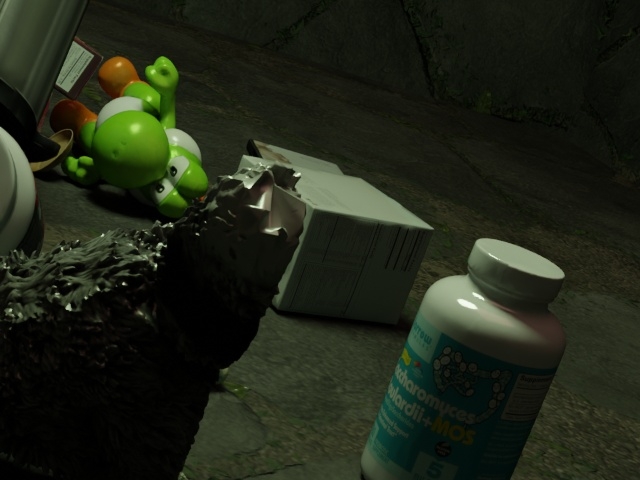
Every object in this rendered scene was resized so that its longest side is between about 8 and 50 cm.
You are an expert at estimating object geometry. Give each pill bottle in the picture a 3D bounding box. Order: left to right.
[{"bbox_3d":[-0.348,-0.033,1.353,0.161,0.161,0.283,19,-11,-5],"label":"pill bottle"},{"bbox_3d":[0.147,0.135,1.392,0.146,0.264,0.146,19,14,-5],"label":"pill bottle"}]

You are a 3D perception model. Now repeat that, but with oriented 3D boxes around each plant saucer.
[{"bbox_3d":[-0.380,-0.124,2.030,0.015,0.083,0.083,50,-1,-29],"label":"plant saucer"}]

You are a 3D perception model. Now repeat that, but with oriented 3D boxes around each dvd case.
[{"bbox_3d":[-0.031,-0.119,2.564,0.180,0.022,0.253,16,15,-16],"label":"dvd case"}]

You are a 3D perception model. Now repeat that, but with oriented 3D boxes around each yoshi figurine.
[{"bbox_3d":[-0.285,-0.160,2.083,0.203,0.203,0.362,-7,28,-27],"label":"yoshi figurine"}]

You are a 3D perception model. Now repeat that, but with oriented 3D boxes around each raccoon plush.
[{"bbox_3d":[-0.219,0.028,1.089,0.299,0.446,0.216,17,43,-13],"label":"raccoon plush"}]

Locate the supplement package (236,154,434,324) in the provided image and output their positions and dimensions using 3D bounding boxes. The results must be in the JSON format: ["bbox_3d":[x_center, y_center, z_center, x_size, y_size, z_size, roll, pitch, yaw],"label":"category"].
[{"bbox_3d":[0.000,0.000,1.916,0.203,0.149,0.194,9,18,-36],"label":"supplement package"}]

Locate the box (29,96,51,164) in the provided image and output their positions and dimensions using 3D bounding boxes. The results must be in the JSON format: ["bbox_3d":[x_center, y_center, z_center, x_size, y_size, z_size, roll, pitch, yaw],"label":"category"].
[{"bbox_3d":[-0.509,-0.212,2.062,0.128,0.122,0.257,9,18,-39],"label":"box"}]

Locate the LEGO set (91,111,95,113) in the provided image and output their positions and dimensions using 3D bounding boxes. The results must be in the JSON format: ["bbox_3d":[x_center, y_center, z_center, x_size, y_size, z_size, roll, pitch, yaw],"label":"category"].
[{"bbox_3d":[-0.392,-0.205,2.411,0.083,0.023,0.054,29,13,-19],"label":"LEGO set"}]

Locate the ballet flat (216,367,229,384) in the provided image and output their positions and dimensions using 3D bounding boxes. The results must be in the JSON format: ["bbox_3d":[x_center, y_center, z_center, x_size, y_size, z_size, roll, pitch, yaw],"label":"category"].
[{"bbox_3d":[-0.138,0.110,1.560,0.052,0.057,0.168,44,6,-28],"label":"ballet flat"}]

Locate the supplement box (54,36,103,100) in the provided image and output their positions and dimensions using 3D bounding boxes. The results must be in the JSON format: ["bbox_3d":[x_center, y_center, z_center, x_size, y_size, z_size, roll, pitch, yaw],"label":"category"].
[{"bbox_3d":[-0.419,-0.292,2.097,0.188,0.080,0.104,35,1,-14],"label":"supplement box"}]

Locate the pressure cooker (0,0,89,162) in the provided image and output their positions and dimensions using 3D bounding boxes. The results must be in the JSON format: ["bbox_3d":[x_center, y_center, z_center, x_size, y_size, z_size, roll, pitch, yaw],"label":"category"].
[{"bbox_3d":[-0.493,-0.263,1.726,0.370,0.420,0.375,14,-18,10],"label":"pressure cooker"}]
